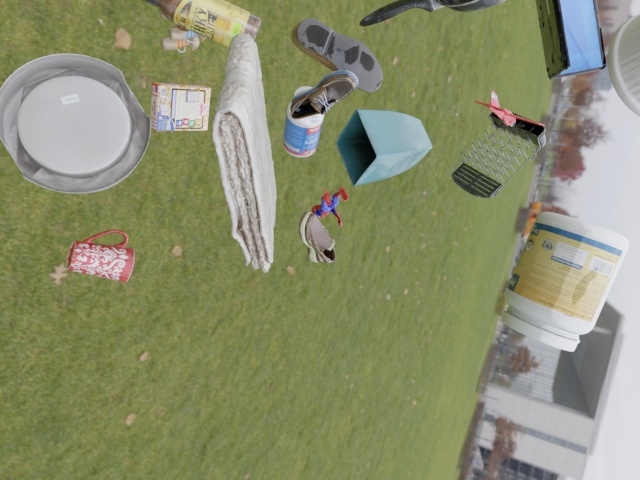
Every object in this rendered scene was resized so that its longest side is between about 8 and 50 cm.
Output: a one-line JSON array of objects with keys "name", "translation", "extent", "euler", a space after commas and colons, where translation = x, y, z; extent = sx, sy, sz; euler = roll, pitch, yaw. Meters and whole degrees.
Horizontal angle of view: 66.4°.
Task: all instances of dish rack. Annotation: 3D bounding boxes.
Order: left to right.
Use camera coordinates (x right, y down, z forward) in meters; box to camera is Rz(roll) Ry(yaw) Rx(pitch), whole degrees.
[{"name": "dish rack", "translation": [0.534, -0.263, 1.509], "extent": [0.271, 0.208, 0.074], "euler": [-46, 130, 4]}]

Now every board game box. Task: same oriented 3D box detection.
[{"name": "board game box", "translation": [-0.457, -0.436, 1.606], "extent": [0.194, 0.045, 0.146], "euler": [-13, 122, -46]}]

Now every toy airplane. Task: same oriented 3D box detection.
[{"name": "toy airplane", "translation": [0.352, -0.246, 0.942], "extent": [0.028, 0.151, 0.151], "euler": [-62, 159, 10]}]

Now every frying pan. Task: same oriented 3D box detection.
[{"name": "frying pan", "translation": [0.227, -0.409, 0.813], "extent": [0.053, 0.326, 0.197], "euler": [45, 25, -37]}]

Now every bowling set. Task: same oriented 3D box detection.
[{"name": "bowling set", "translation": [-0.395, -0.684, 1.506], "extent": [0.154, 0.200, 0.287], "euler": [-17, 143, -28]}]

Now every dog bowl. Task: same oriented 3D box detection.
[{"name": "dog bowl", "translation": [-0.600, -0.275, 1.211], "extent": [0.102, 0.349, 0.348], "euler": [153, -42, -71]}]

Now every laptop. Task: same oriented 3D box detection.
[{"name": "laptop", "translation": [0.488, -0.441, 0.926], "extent": [0.264, 0.137, 0.234], "euler": [-35, 112, -71]}]

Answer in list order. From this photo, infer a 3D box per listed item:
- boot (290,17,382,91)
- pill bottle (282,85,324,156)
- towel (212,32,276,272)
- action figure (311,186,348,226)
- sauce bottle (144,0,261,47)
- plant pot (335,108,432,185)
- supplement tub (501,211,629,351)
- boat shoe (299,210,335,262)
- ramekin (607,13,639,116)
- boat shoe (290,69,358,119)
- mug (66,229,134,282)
[{"name": "boot", "translation": [0.049, -0.537, 1.426], "extent": [0.305, 0.115, 0.112], "euler": [26, 93, -26]}, {"name": "pill bottle", "translation": [-0.055, -0.391, 1.615], "extent": [0.124, 0.124, 0.221], "euler": [-61, 173, -33]}, {"name": "towel", "translation": [-0.095, -0.105, 0.653], "extent": [0.282, 0.049, 0.187], "euler": [88, -1, -48]}, {"name": "action figure", "translation": [0.032, -0.085, 1.701], "extent": [0.280, 0.092, 0.139], "euler": [151, -76, -77]}, {"name": "sauce bottle", "translation": [-0.336, -0.615, 1.309], "extent": [0.111, 0.345, 0.111], "euler": [-162, -90, -75]}, {"name": "plant pot", "translation": [0.202, -0.288, 1.480], "extent": [0.234, 0.165, 0.165], "euler": [-11, 160, -26]}, {"name": "supplement tub", "translation": [0.397, 0.066, 0.812], "extent": [0.144, 0.144, 0.199], "euler": [5, 107, -67]}, {"name": "boat shoe", "translation": [0.003, -0.007, 1.591], "extent": [0.257, 0.095, 0.095], "euler": [69, 40, -60]}, {"name": "ramekin", "translation": [0.803, -0.408, 1.092], "extent": [0.127, 0.273, 0.272], "euler": [153, -45, -77]}, {"name": "boat shoe", "translation": [0.006, -0.315, 1.096], "extent": [0.066, 0.183, 0.066], "euler": [40, 51, -31]}, {"name": "mug", "translation": [-0.672, 0.044, 1.498], "extent": [0.169, 0.113, 0.150], "euler": [14, 61, -36]}]
